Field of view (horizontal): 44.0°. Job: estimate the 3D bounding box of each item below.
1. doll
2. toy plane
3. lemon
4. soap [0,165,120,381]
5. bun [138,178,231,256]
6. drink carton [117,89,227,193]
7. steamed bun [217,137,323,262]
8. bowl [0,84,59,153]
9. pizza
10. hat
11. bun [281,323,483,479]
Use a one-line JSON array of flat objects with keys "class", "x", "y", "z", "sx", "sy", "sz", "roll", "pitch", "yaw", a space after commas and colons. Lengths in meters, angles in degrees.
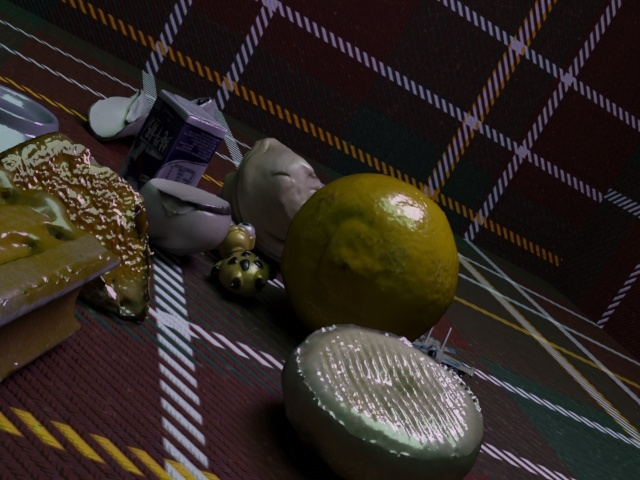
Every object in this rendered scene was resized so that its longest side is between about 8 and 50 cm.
[{"class": "doll", "x": -0.154, "y": 0.027, "z": 1.477, "sx": 0.117, "sy": 0.086, "sz": 0.291, "roll": 9, "pitch": 19, "yaw": -17}, {"class": "toy plane", "x": 0.206, "y": 0.233, "z": 1.529, "sx": 0.192, "sy": 0.088, "sz": 0.262, "roll": 27, "pitch": 22, "yaw": 8}, {"class": "lemon", "x": 0.091, "y": 0.043, "z": 1.436, "sx": 0.347, "sy": 0.348, "sz": 0.348, "roll": 29, "pitch": 12, "yaw": -7}, {"class": "soap", "x": -0.401, "y": 0.016, "z": 0.792, "sx": 0.293, "sy": 0.156, "sz": 0.335, "roll": 33, "pitch": 12, "yaw": 0}, {"class": "bun", "x": -0.249, "y": -0.033, "z": 1.413, "sx": 0.172, "sy": 0.120, "sz": 0.173, "roll": 20, "pitch": 11, "yaw": -4}, {"class": "drink carton", "x": -0.299, "y": -0.162, "z": 1.560, "sx": 0.101, "sy": 0.222, "sz": 0.134, "roll": 18, "pitch": 17, "yaw": -47}, {"class": "steamed bun", "x": -0.101, "y": -0.067, "z": 1.692, "sx": 0.276, "sy": 0.203, "sz": 0.289, "roll": 54, "pitch": -8, "yaw": -21}, {"class": "bowl", "x": -0.492, "y": -0.140, "z": 1.191, "sx": 0.345, "sy": 0.157, "sz": 0.345, "roll": 29, "pitch": 12, "yaw": -7}, {"class": "pizza", "x": -0.327, "y": -0.016, "z": 1.094, "sx": 0.297, "sy": 0.071, "sz": 0.189, "roll": 44, "pitch": 49, "yaw": -10}, {"class": "hat", "x": -0.419, "y": -0.268, "z": 1.956, "sx": 0.257, "sy": 0.168, "sz": 0.301, "roll": 12, "pitch": 25, "yaw": 35}, {"class": "bun", "x": 0.073, "y": 0.236, "z": 1.053, "sx": 0.287, "sy": 0.146, "sz": 0.287, "roll": 16, "pitch": 22, "yaw": -6}]
